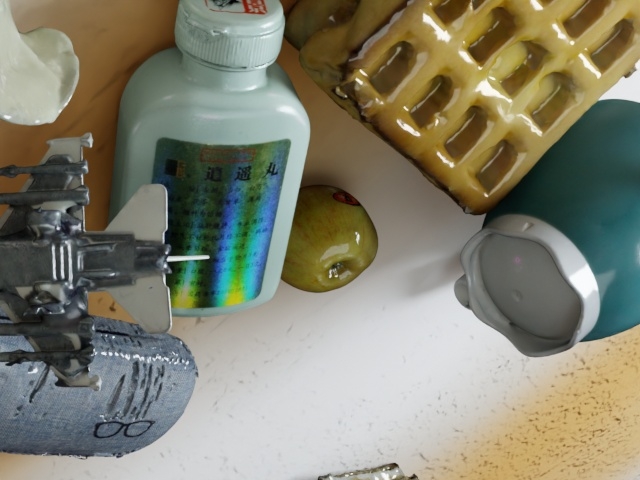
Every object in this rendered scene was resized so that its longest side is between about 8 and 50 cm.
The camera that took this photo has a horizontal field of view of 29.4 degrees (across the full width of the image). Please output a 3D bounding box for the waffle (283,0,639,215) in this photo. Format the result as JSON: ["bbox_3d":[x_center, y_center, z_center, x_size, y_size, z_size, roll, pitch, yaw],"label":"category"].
[{"bbox_3d":[0.152,-0.186,0.824,0.328,0.098,0.224,-45,137,9],"label":"waffle"}]

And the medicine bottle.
[{"bbox_3d":[-0.073,-0.057,0.806,0.121,0.083,0.229,-1,129,-18],"label":"medicine bottle"}]

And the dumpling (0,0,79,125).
[{"bbox_3d":[-0.213,-0.105,0.641,0.100,0.134,0.169,-40,134,7],"label":"dumpling"}]

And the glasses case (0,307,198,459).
[{"bbox_3d":[-0.216,0.099,0.870,0.282,0.067,0.109,12,118,-40],"label":"glasses case"}]

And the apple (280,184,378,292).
[{"bbox_3d":[0.000,0.000,0.910,0.084,0.071,0.084,-16,134,-18],"label":"apple"}]

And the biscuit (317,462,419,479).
[{"bbox_3d":[0.029,0.332,1.170,0.106,0.070,0.252,1,110,-41],"label":"biscuit"}]

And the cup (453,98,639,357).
[{"bbox_3d":[0.200,0.001,0.927,0.173,0.167,0.299,-35,-178,-35],"label":"cup"}]

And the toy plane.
[{"bbox_3d":[-0.189,0.015,0.754,0.234,0.082,0.160,-2,90,0],"label":"toy plane"}]
